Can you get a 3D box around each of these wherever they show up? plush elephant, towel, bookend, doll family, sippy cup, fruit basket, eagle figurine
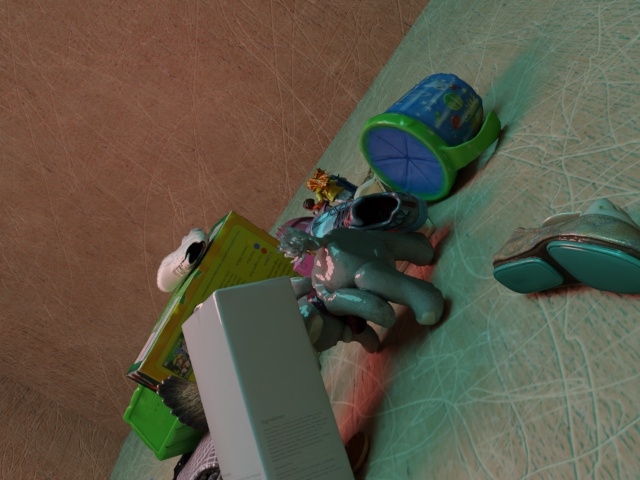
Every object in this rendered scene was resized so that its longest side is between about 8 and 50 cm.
[{"bbox_3d":[0.047,0.122,1.314,0.272,0.330,0.255,-97,22,-60],"label":"plush elephant"},{"bbox_3d":[-0.293,0.602,1.736,0.283,0.121,0.235,-54,12,15],"label":"towel"},{"bbox_3d":[-0.418,0.717,2.050,0.156,0.072,0.157,-58,12,-1],"label":"bookend"},{"bbox_3d":[0.042,-0.152,2.013,0.263,0.163,0.118,-45,-23,-61],"label":"doll family"},{"bbox_3d":[0.243,-0.245,1.539,0.224,0.306,0.240,-51,-20,-23],"label":"sippy cup"},{"bbox_3d":[-0.333,0.373,1.911,0.392,0.283,0.392,-42,-18,-17],"label":"fruit basket"},{"bbox_3d":[-0.163,0.307,1.444,0.225,0.298,0.226,-30,42,14],"label":"eagle figurine"}]

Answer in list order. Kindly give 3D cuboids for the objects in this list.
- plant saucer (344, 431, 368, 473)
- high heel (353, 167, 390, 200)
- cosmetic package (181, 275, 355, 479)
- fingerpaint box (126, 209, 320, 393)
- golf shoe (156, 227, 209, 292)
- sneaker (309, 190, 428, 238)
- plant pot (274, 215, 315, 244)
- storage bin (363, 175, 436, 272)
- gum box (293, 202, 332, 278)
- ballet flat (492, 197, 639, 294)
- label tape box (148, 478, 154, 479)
[{"bbox_3d":[0.058,0.369,1.183,0.083,0.013,0.083,-53,12,17],"label":"plant saucer"},{"bbox_3d":[0.153,-0.133,1.968,0.186,0.093,0.261,79,-150,-79],"label":"high heel"},{"bbox_3d":[-0.100,0.279,1.194,0.217,0.156,0.384,-38,64,56],"label":"cosmetic package"},{"bbox_3d":[-0.189,0.219,1.683,0.163,0.371,0.444,-31,30,60],"label":"fingerpaint box"},{"bbox_3d":[-0.325,0.052,1.618,0.176,0.069,0.086,-56,21,3],"label":"golf shoe"},{"bbox_3d":[0.078,-0.055,1.403,0.262,0.125,0.104,-16,72,29],"label":"sneaker"},{"bbox_3d":[-0.001,0.027,1.890,0.180,0.201,0.201,-9,48,53],"label":"plant pot"},{"bbox_3d":[0.116,0.008,1.599,0.262,0.123,0.260,-56,12,13],"label":"storage bin"},{"bbox_3d":[0.000,0.000,1.633,0.107,0.062,0.188,-52,14,27],"label":"gum box"},{"bbox_3d":[0.321,0.003,0.860,0.106,0.107,0.316,-53,12,-14],"label":"ballet flat"},{"bbox_3d":[-0.433,0.748,1.554,0.241,0.106,0.333,-39,-33,-57],"label":"label tape box"}]
